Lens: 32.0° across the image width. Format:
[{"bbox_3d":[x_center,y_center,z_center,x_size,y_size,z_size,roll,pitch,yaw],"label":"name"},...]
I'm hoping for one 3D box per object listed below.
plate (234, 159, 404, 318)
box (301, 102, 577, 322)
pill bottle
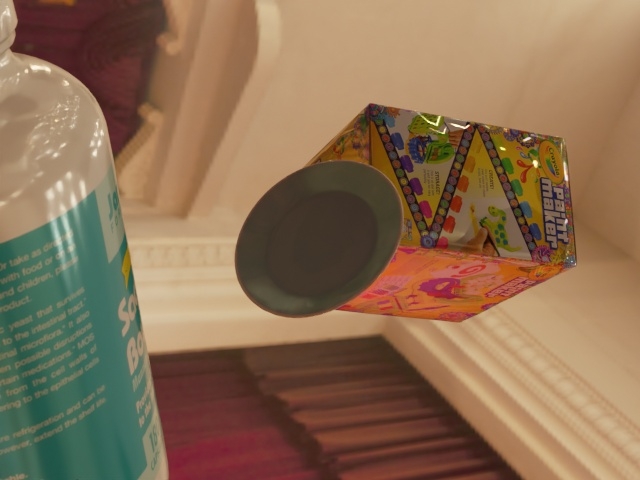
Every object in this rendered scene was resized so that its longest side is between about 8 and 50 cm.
[{"bbox_3d":[0.000,0.000,1.141,0.188,0.024,0.188,-14,-127,20],"label":"plate"},{"bbox_3d":[0.127,-0.020,1.441,0.290,0.279,0.177,143,-49,-60],"label":"box"},{"bbox_3d":[-0.153,0.020,0.475,0.146,0.146,0.264,34,-43,48],"label":"pill bottle"}]
